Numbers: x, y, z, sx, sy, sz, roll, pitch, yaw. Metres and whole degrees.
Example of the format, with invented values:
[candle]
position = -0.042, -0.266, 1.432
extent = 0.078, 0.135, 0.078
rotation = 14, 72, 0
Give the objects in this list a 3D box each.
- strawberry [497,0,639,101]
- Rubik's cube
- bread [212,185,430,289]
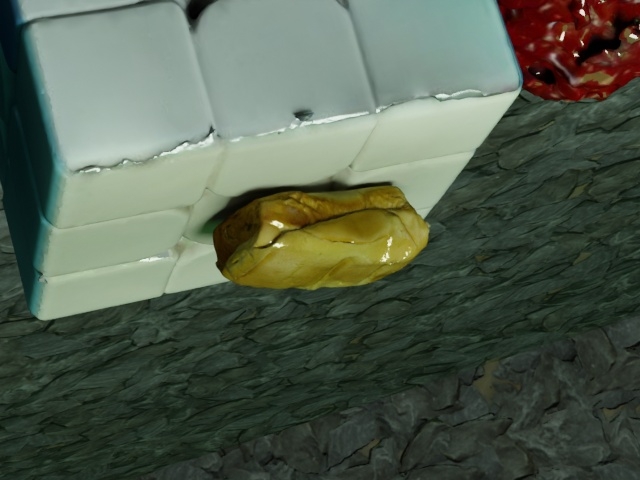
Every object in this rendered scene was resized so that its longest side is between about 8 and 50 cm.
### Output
[strawberry]
position = 0.150, -0.220, 1.204
extent = 0.220, 0.274, 0.274
rotation = -20, 161, 31
[Rubik's cube]
position = -0.075, -0.146, 1.133
extent = 0.291, 0.290, 0.291
rotation = -11, 164, -15
[bread]
position = 0.000, 0.000, 1.071
extent = 0.132, 0.053, 0.074
rotation = -1, 158, -37
